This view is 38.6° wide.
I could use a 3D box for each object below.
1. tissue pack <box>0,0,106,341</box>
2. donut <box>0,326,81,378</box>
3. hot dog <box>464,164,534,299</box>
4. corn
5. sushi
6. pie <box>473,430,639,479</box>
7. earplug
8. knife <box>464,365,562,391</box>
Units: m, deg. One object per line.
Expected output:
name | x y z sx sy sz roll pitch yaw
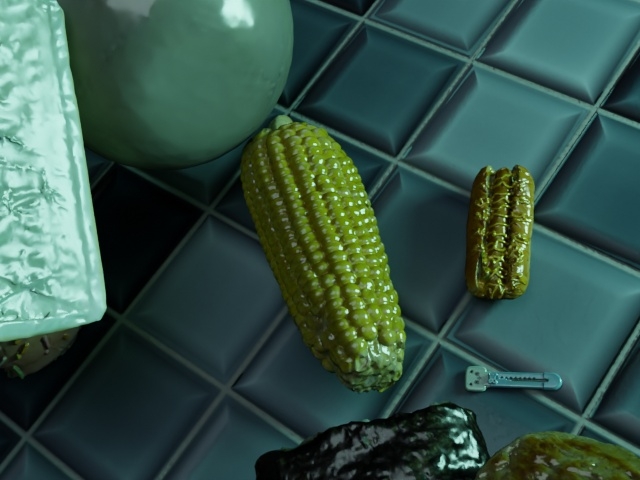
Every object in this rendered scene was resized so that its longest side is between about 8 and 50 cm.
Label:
tissue pack | -0.422 -0.057 0.935 0.405 0.205 0.331 -7 92 44
donut | -0.326 0.074 1.067 0.117 0.065 0.166 -14 60 9
hot dog | 0.191 -0.008 0.978 0.071 0.045 0.165 2 61 15
corn | 0.000 0.000 0.979 0.130 0.130 0.346 -22 56 3
sushi | 0.052 0.235 0.831 0.225 0.124 0.127 -15 56 5
pie | 0.206 0.241 0.716 0.163 0.079 0.193 -37 56 10
earplug | -0.203 -0.260 1.054 0.313 0.312 0.394 -35 51 -5
knife | 0.192 0.139 0.914 0.096 0.010 0.027 0 62 15
